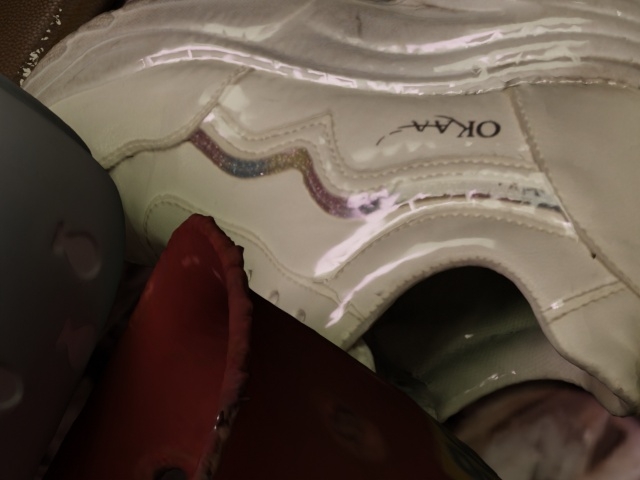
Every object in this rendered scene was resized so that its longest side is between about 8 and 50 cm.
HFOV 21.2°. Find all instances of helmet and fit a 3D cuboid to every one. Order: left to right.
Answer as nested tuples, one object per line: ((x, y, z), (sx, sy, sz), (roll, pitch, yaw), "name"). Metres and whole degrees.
((-0.016, 0.191, 0.526), (0.337, 0.230, 0.385), (-63, 11, -5), "helmet")

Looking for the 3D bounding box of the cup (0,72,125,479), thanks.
((-0.229, 0.051, 0.699), (0.259, 0.356, 0.274), (28, 82, 2), "cup")

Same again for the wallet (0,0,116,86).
((-0.179, -0.105, 0.941), (0.110, 0.031, 0.198), (19, 72, 35), "wallet")

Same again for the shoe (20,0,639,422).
((0.000, 0.000, 0.723), (0.342, 0.132, 0.210), (-5, 58, 21), "shoe")
